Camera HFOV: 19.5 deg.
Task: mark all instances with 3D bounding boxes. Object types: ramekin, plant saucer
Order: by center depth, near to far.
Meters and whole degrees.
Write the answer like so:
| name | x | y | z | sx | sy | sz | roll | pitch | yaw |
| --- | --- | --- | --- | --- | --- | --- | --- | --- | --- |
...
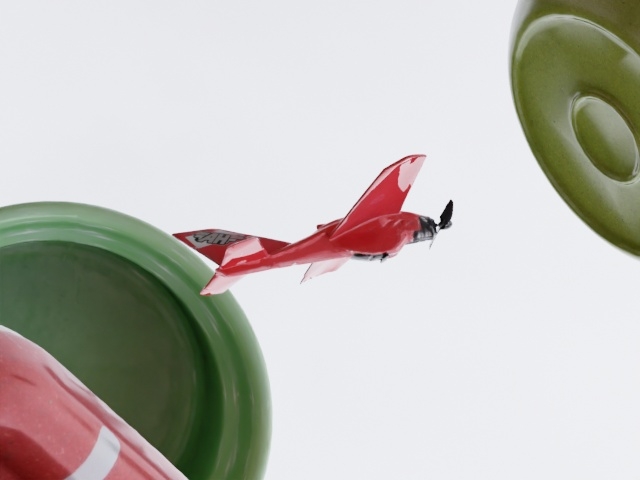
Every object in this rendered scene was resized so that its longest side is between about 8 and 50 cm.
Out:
| name | x | y | z | sx | sy | sz | roll | pitch | yaw |
| --- | --- | --- | --- | --- | --- | --- | --- | --- | --- |
| plant saucer | 0.196 | -0.073 | 1.196 | 0.037 | 0.241 | 0.241 | -32 | -143 | -22 |
| ramekin | -0.194 | 0.117 | 1.313 | 0.303 | 0.303 | 0.148 | -65 | -168 | 1 |

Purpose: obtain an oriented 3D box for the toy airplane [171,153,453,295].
| name | x | y | z | sx | sy | sz | roll | pitch | yaw |
| --- | --- | --- | --- | --- | --- | --- | --- | --- | --- |
| toy airplane | 0.000 | 0.000 | 0.945 | 0.151 | 0.151 | 0.028 | -29 | -115 | 34 |

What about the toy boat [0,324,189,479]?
| name | x | y | z | sx | sy | sz | roll | pitch | yaw |
| --- | --- | --- | --- | --- | --- | --- | --- | --- | --- |
| toy boat | -0.104 | 0.146 | 0.679 | 0.151 | 0.231 | 0.151 | -43 | -142 | -1 |
